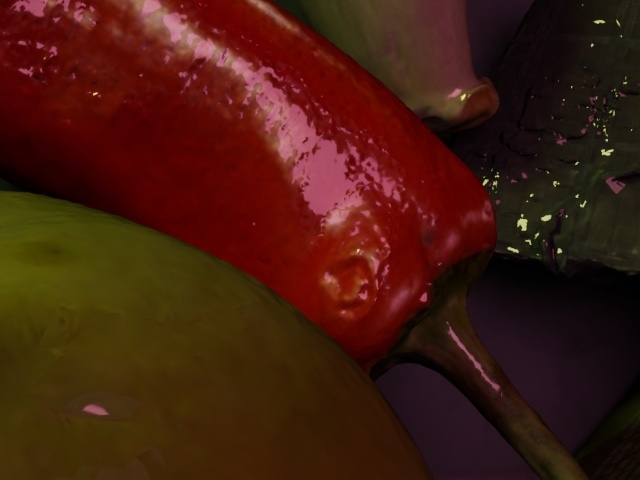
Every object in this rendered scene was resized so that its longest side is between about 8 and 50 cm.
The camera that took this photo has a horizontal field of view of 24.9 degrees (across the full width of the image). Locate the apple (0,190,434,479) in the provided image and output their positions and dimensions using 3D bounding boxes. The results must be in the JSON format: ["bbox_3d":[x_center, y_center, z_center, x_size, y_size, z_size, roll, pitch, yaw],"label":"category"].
[{"bbox_3d":[-0.091,0.134,0.442,0.295,0.233,0.258,-39,118,-19],"label":"apple"}]

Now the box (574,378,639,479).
[{"bbox_3d":[0.292,0.208,0.688,0.373,0.138,0.420,49,59,-1],"label":"box"}]

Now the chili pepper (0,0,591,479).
[{"bbox_3d":[0.002,-0.003,0.618,0.338,0.131,0.134,35,82,-1],"label":"chili pepper"}]

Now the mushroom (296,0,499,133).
[{"bbox_3d":[-0.014,-0.207,0.711,0.097,0.109,0.351,-24,83,-47],"label":"mushroom"}]

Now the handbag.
[{"bbox_3d":[0.185,-0.047,0.699,0.175,0.270,0.089,-65,147,-30],"label":"handbag"}]

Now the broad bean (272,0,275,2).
[{"bbox_3d":[-0.037,-0.098,0.693,0.297,0.060,0.043,53,20,-3],"label":"broad bean"}]
